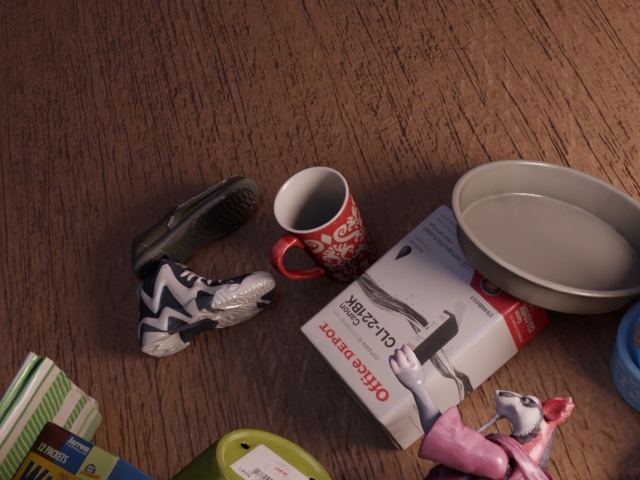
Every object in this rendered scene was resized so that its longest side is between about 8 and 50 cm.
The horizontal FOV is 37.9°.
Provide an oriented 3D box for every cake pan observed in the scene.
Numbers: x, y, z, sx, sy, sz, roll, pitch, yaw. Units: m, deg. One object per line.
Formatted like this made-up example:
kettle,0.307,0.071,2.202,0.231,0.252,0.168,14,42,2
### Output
cake pan,0.309,-0.006,1.225,0.293,0.054,0.293,7,37,-5

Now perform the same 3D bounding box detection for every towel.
towel,-0.401,0.298,1.272,0.038,0.325,0.248,25,69,10

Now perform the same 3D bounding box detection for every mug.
mug,-0.001,-0.008,1.380,0.150,0.169,0.113,-26,52,7

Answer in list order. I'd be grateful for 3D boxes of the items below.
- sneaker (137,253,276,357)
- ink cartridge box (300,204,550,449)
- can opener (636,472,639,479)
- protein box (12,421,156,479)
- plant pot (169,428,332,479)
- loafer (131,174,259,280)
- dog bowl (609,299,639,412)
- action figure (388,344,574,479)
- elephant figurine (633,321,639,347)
sneaker,-0.192,0.068,1.463,0.235,0.094,0.153,-30,59,16
ink cartridge box,0.139,0.116,1.269,0.273,0.114,0.197,-41,53,-4
can opener,0.501,0.286,1.035,0.280,0.074,0.093,10,98,31
protein box,-0.315,0.385,1.244,0.136,0.201,0.200,16,67,32
plant pot,-0.106,0.356,0.978,0.275,0.274,0.294,44,114,38
loafer,-0.217,-0.036,1.544,0.251,0.094,0.087,-35,56,0
dog bowl,0.494,0.100,1.145,0.297,0.074,0.166,-33,52,2
action figure,0.143,0.302,1.036,0.370,0.248,0.276,-43,35,14
elephant figurine,0.476,0.138,1.011,0.169,0.186,0.239,-22,58,-44
